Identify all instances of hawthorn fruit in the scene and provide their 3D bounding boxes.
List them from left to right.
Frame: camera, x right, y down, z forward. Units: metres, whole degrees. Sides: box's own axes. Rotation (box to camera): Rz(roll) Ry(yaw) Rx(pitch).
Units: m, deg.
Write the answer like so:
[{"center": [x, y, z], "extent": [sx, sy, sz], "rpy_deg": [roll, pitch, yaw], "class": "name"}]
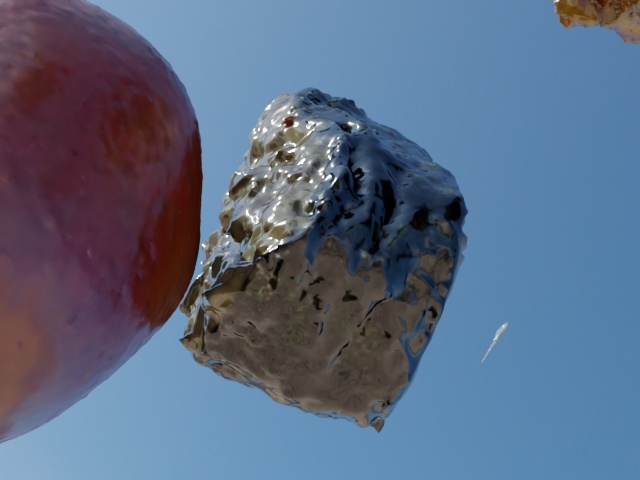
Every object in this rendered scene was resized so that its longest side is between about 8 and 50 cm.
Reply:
[{"center": [-0.205, -0.023, 0.559], "extent": [0.311, 0.295, 0.295], "rpy_deg": [-129, -161, -56], "class": "hawthorn fruit"}]

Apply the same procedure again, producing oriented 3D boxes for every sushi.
[{"center": [0.000, 0.000, 0.750], "extent": [0.170, 0.350, 0.211], "rpy_deg": [21, -67, -8], "class": "sushi"}]

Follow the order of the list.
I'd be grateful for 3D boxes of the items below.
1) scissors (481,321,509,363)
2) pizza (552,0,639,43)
[{"center": [0.276, 0.164, 1.518], "extent": [0.006, 0.083, 0.036], "rpy_deg": [38, -24, 1], "class": "scissors"}, {"center": [0.260, -0.212, 0.653], "extent": [0.335, 0.086, 0.226], "rpy_deg": [40, -52, -15], "class": "pizza"}]
